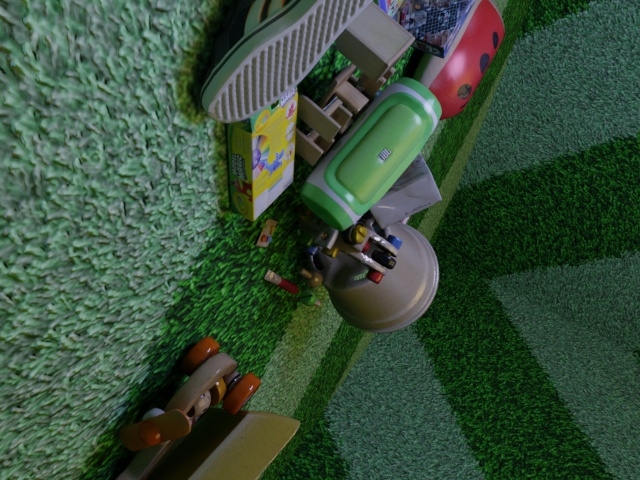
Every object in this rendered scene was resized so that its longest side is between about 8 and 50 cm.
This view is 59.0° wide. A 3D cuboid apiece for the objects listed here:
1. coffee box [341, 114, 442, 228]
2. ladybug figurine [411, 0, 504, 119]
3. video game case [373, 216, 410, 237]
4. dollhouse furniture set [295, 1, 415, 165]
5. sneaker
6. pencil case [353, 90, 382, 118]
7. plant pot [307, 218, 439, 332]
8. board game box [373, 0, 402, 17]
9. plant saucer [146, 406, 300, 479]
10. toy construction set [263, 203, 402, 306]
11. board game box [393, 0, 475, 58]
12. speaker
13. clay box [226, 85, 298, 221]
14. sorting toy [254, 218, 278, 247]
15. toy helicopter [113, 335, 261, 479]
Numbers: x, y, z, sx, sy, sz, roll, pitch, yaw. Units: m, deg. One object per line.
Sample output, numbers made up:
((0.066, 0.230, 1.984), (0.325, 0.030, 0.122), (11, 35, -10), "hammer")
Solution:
((0.141, -0.166, 1.200), (0.141, 0.247, 0.098), (-26, 140, 11), "coffee box")
((0.385, -0.501, 1.585), (0.449, 0.161, 0.305), (-58, 171, -19), "ladybug figurine")
((0.200, -0.064, 1.755), (0.025, 0.204, 0.285), (31, 84, -28), "video game case")
((0.021, -0.295, 0.977), (0.212, 0.161, 0.242), (-51, -178, -35), "dollhouse furniture set")
((-0.049, -0.298, 0.735), (0.321, 0.127, 0.126), (-41, 161, 13), "sneaker")
((0.109, -0.278, 1.313), (0.070, 0.064, 0.152), (-28, 145, -39), "pencil case")
((0.121, 0.055, 1.501), (0.334, 0.333, 0.305), (-61, 152, -6), "plant pot")
((0.129, -0.548, 0.991), (0.214, 0.046, 0.317), (-61, 164, -9), "board game box")
((-0.237, 0.440, 1.098), (0.332, 0.081, 0.333), (-43, -169, -32), "plant saucer")
((0.000, 0.000, 1.253), (0.309, 0.257, 0.237), (-42, 146, 8), "toy construction set")
((0.234, -0.511, 1.157), (0.243, 0.165, 0.042), (-61, 164, -5), "board game box")
((0.095, -0.162, 1.066), (0.296, 0.131, 0.131), (-50, 162, -7), "speaker")
((-0.093, -0.151, 0.918), (0.127, 0.053, 0.222), (-50, 158, -37), "clay box")
((-0.112, -0.014, 1.145), (0.062, 0.012, 0.083), (-63, 164, 3), "sorting toy")
((-0.277, 0.349, 1.018), (0.355, 0.140, 0.235), (-52, 171, 7), "toy helicopter")
